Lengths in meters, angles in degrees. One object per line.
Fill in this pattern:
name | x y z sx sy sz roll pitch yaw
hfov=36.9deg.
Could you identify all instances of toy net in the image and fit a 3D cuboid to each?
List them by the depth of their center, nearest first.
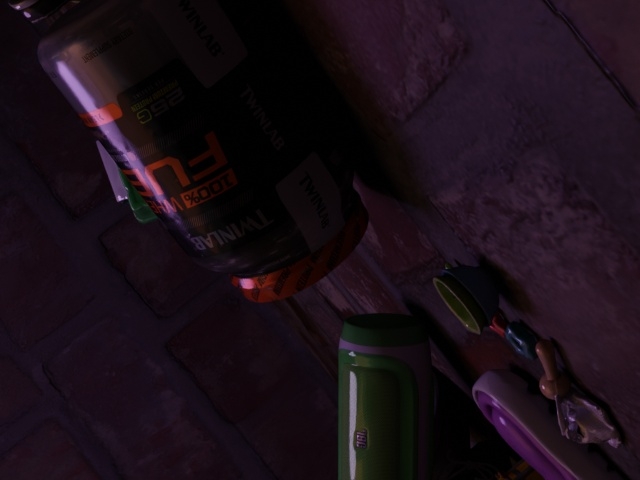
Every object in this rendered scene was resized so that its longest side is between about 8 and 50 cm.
toy net | 0.192 0.116 0.916 0.232 0.045 0.122 51 171 3

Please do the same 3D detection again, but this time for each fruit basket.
fruit basket | -0.340 -0.160 1.990 0.353 0.165 0.327 -151 41 -87

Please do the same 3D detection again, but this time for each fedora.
fedora | 0.152 0.317 1.512 0.124 0.243 0.275 23 178 -20

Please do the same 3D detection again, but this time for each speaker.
speaker | 0.086 0.254 1.304 0.131 0.131 0.296 -157 66 -72

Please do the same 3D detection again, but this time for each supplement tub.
supplement tub | -0.104 -0.114 0.962 0.338 0.207 0.207 55 171 -23

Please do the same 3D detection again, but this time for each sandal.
sandal | 0.295 0.315 1.006 0.416 0.102 0.169 47 170 25

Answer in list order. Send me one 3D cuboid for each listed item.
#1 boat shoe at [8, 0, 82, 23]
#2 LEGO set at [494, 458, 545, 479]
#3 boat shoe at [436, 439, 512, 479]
boat shoe | -0.244 -0.292 1.008 0.081 0.227 0.068 -3 134 30
LEGO set | 0.303 0.448 1.212 0.255 0.192 0.331 40 165 54
boat shoe | 0.206 0.353 1.340 0.095 0.254 0.079 1 117 32
